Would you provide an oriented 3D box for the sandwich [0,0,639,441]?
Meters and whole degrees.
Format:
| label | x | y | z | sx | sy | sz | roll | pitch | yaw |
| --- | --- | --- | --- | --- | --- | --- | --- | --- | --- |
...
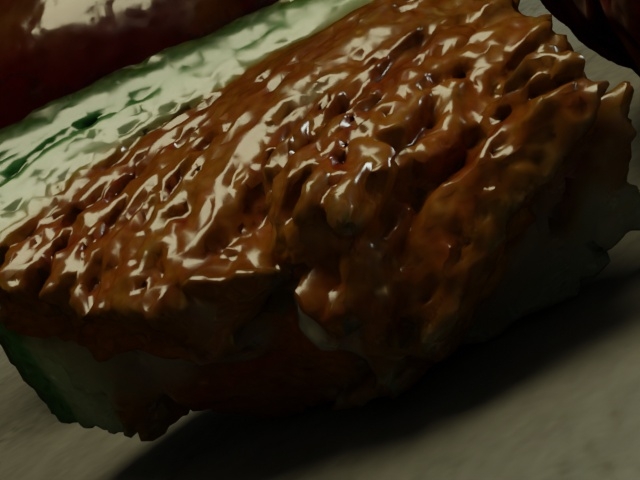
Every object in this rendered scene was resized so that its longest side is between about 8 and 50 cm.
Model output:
| label | x | y | z | sx | sy | sz | roll | pitch | yaw |
| --- | --- | --- | --- | --- | --- | --- | --- | --- | --- |
| sandwich | -0.008 | 0.004 | 0.443 | 0.185 | 0.109 | 0.160 | -29 | 30 | -10 |

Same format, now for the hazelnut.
| label | x | y | z | sx | sy | sz | roll | pitch | yaw |
| --- | --- | --- | --- | --- | --- | --- | --- | --- | --- |
| hazelnut | -0.069 | -0.048 | 0.649 | 0.202 | 0.170 | 0.160 | -19 | 39 | 10 |

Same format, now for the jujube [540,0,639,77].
| label | x | y | z | sx | sy | sz | roll | pitch | yaw |
| --- | --- | --- | --- | --- | --- | --- | --- | --- | --- |
| jujube | 0.144 | -0.125 | 0.498 | 0.190 | 0.190 | 0.255 | -24 | 28 | 22 |
